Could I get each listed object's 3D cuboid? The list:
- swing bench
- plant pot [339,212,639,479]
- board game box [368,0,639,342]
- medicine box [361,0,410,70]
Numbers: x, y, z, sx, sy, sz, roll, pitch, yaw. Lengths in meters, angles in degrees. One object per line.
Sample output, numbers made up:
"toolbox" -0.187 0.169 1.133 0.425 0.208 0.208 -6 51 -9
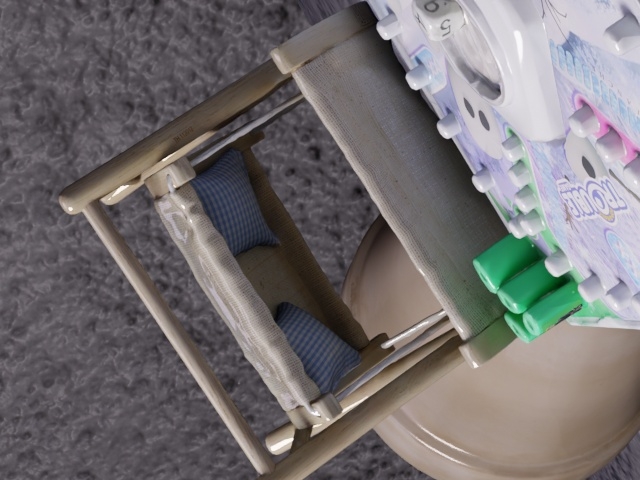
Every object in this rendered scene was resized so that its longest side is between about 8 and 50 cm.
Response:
"swing bench" 0.000 0.000 1.033 0.253 0.255 0.165 56 -176 -3
"plant pot" 0.190 0.034 1.295 0.323 0.323 0.280 56 160 18
"board game box" 0.078 -0.108 0.785 0.390 0.050 0.390 58 172 -2
"medicine box" 0.145 -0.155 0.993 0.263 0.149 0.289 56 177 10
